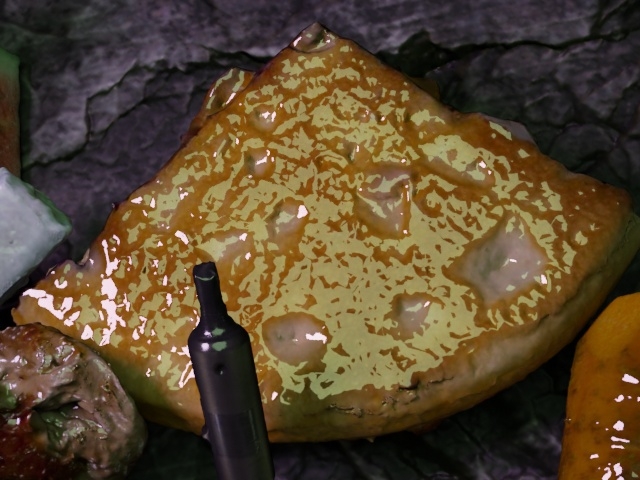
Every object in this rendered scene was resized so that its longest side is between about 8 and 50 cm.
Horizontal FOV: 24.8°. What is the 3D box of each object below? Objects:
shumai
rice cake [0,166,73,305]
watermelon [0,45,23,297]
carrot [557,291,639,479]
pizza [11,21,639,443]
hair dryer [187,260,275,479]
[{"bbox_3d":[-0.181,0.123,0.898,0.123,0.139,0.105,49,63,-4],"label":"shumai"},{"bbox_3d":[-0.294,0.091,0.929,0.066,0.063,0.336,44,84,-9],"label":"rice cake"},{"bbox_3d":[-0.284,-0.050,1.026,0.207,0.136,0.202,-33,108,-37],"label":"watermelon"},{"bbox_3d":[0.186,0.182,0.860,0.114,0.114,0.302,10,71,8],"label":"carrot"},{"bbox_3d":[0.000,0.000,0.945,0.409,0.114,0.277,-14,69,-2],"label":"pizza"},{"bbox_3d":[-0.071,0.130,0.855,0.195,0.078,0.248,-9,110,0],"label":"hair dryer"}]
